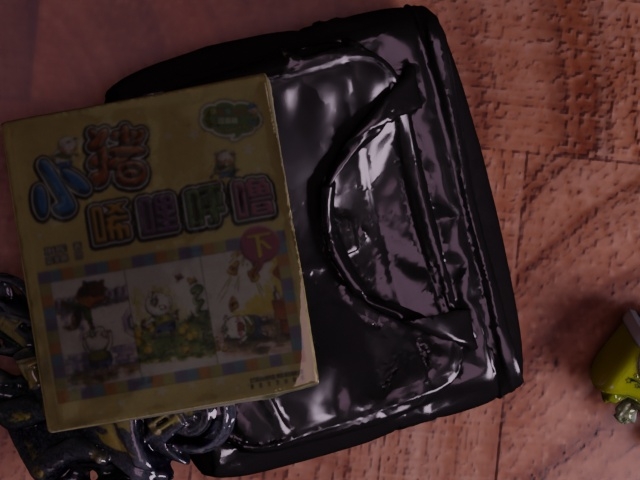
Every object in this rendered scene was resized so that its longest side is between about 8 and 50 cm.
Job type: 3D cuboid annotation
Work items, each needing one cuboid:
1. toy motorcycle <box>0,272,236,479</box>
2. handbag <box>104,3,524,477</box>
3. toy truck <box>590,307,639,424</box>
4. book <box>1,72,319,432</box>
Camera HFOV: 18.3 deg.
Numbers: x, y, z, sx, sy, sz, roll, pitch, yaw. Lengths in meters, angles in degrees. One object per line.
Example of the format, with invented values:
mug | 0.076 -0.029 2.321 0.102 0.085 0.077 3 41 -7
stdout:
toy motorcycle | -0.152 0.104 1.233 0.193 0.061 0.124 25 102 12
handbag | 0.000 0.000 1.275 0.244 0.088 0.275 -15 95 -15
toy truck | 0.236 0.103 1.338 0.111 0.076 0.077 35 103 -14
book | -0.097 0.009 1.193 0.168 0.013 0.192 -10 87 5
